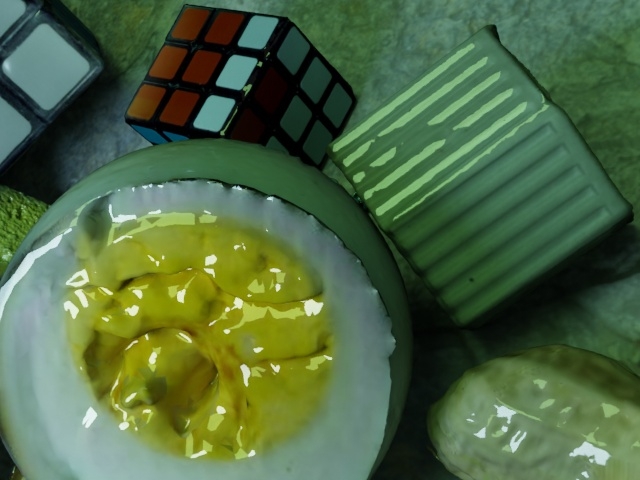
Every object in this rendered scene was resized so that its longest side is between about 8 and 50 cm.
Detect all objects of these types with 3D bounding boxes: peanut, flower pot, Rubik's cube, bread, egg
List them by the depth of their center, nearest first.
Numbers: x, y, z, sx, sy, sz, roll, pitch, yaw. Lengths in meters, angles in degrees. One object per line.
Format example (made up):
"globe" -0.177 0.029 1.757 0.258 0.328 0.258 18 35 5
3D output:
"peanut" 0.237 0.167 1.013 0.313 0.149 0.149 14 71 37
"flower pot" 0.145 -0.052 1.149 0.190 0.209 0.239 -36 50 8
"egg" -0.091 0.072 1.154 0.355 0.354 0.340 -32 9 12
"Rubik's cube" -0.086 -0.148 1.387 0.161 0.162 0.163 15 70 38
"bread" -0.372 0.011 1.502 0.111 0.129 0.114 -36 36 44
"Rubik's cube" -0.471 -0.228 1.530 0.304 0.301 0.305 -44 21 4

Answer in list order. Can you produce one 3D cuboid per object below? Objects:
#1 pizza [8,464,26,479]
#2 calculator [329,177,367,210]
"pizza" -0.238 0.347 1.239 0.435 0.080 0.392 -37 50 6
"calculator" 0.000 0.000 1.338 0.094 0.019 0.141 19 75 39
